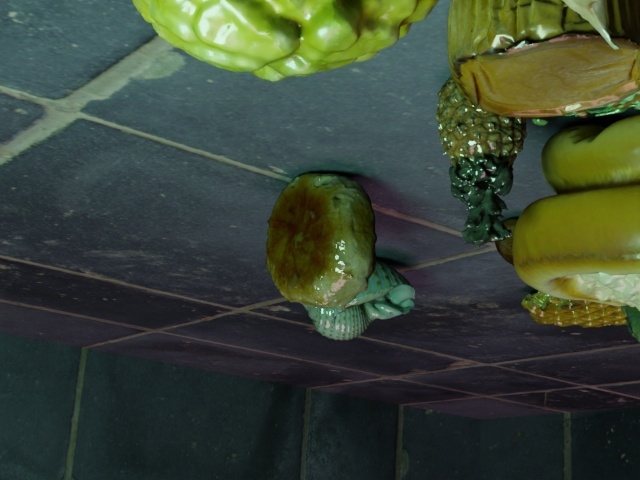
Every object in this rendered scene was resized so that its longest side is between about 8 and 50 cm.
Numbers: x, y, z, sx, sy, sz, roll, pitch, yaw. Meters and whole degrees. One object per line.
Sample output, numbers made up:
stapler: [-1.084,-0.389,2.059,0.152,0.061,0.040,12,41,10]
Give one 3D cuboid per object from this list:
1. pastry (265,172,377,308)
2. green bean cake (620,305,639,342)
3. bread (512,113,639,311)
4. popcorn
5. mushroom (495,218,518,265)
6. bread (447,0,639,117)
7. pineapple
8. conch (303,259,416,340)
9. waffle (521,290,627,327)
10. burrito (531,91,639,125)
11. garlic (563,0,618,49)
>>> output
pastry: [0.000,0.000,1.537,0.093,0.192,0.182,11,170,-42]
green bean cake: [0.549,0.050,1.549,0.227,0.222,0.125,6,174,-12]
bread: [0.424,-0.022,1.219,0.329,0.245,0.424,31,160,-26]
popcorn: [-0.034,-0.229,0.762,0.259,0.259,0.212,2,139,8]
mushroom: [0.329,0.003,1.695,0.127,0.087,0.127,26,170,5]
bread: [0.210,-0.190,1.003,0.199,0.104,0.199,-1,165,0]
pineapple: [0.177,-0.087,1.191,0.108,0.197,0.108,2,167,0]
conch: [0.066,0.094,1.961,0.200,0.131,0.172,-18,146,-26]
waffle: [0.520,0.121,2.078,0.291,0.051,0.291,1,163,0]
burrito: [0.344,-0.168,1.112,0.288,0.054,0.104,-7,172,34]
garlic: [0.239,-0.223,0.701,0.286,0.249,0.313,-18,178,16]
